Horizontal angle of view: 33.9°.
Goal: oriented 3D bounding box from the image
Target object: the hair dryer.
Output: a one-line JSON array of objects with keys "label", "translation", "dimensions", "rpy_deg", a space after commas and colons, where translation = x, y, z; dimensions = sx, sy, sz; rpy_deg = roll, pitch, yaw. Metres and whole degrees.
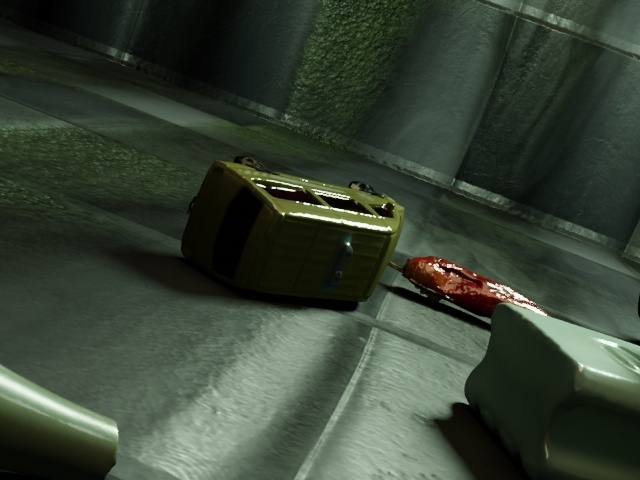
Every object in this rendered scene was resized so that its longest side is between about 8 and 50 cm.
[{"label": "hair dryer", "translation": [-0.127, 0.087, 0.365], "dimensions": [0.167, 0.067, 0.199], "rpy_deg": [20, 18, -41]}]

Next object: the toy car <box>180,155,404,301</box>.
[{"label": "toy car", "translation": [0.000, 0.000, 0.978], "dimensions": [0.256, 0.101, 0.124], "rpy_deg": [8, 19, -47]}]

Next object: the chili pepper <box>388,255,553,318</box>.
[{"label": "chili pepper", "translation": [0.167, 0.060, 1.155], "dimensions": [0.268, 0.050, 0.059], "rpy_deg": [23, -7, 9]}]

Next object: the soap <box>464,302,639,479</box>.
[{"label": "soap", "translation": [0.254, 0.138, 0.759], "dimensions": [0.265, 0.088, 0.160], "rpy_deg": [18, 9, -14]}]

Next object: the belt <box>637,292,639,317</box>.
[{"label": "belt", "translation": [0.567, 0.105, 1.368], "dimensions": [0.289, 0.184, 0.164], "rpy_deg": [32, 9, 30]}]
